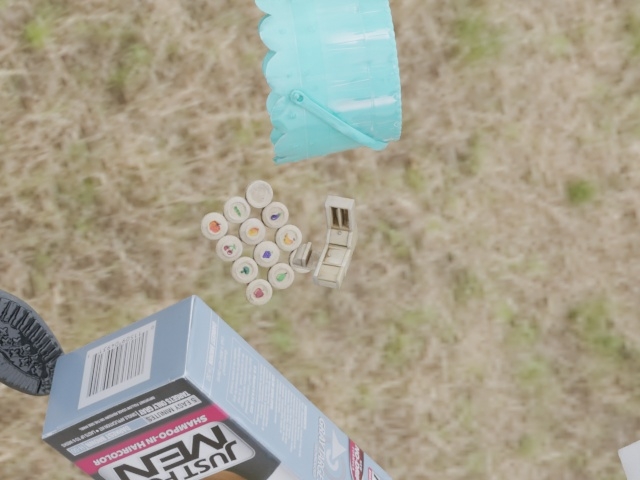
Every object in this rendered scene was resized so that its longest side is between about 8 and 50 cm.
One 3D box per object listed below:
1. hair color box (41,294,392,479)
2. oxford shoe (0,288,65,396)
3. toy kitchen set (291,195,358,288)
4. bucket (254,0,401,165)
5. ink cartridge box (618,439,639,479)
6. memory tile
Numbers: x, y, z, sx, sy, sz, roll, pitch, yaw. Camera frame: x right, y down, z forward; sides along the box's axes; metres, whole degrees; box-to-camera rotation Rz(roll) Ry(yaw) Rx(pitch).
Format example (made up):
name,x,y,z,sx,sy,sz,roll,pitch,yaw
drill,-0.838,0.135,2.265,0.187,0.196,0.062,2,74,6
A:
name,x,y,z,sx,sy,sz,roll,pitch,yaw
hair color box,-0.097,0.234,1.521,0.374,0.185,0.113,46,30,-36
oxford shoe,-0.362,0.079,1.545,0.083,0.096,0.227,-46,108,-6
toy kitchen set,0.000,0.000,1.720,0.075,0.068,0.083,83,21,-49
bucket,0.008,-0.246,2.021,0.183,0.281,0.281,-6,87,-2
ink cartridge box,0.520,0.268,1.593,0.198,0.270,0.197,-3,66,-40
memory tile,-0.082,0.003,1.906,0.113,0.012,0.148,-35,106,-8
